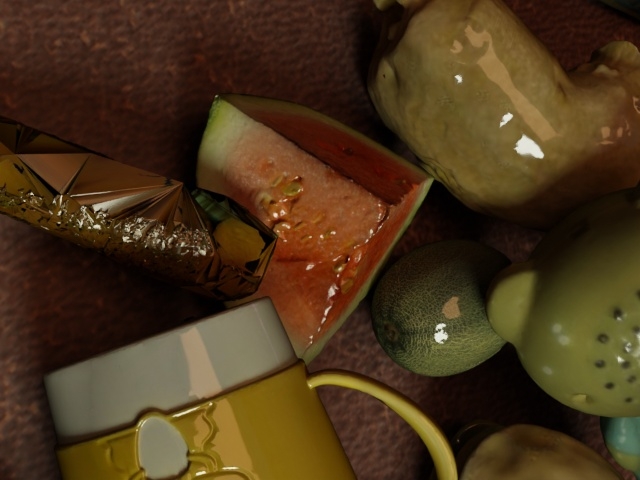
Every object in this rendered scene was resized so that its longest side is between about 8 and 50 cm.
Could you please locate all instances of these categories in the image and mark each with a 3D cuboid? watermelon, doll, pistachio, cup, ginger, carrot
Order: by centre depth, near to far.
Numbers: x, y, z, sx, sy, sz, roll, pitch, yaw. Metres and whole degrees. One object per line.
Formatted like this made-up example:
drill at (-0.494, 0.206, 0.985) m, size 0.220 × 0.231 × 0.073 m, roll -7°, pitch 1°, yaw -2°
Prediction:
cup at (-0.037, 0.150, 0.705) m, size 0.241 × 0.185 × 0.226 m, roll -20°, pitch 88°, yaw 4°
carrot at (-0.138, -0.025, 0.720) m, size 0.228 × 0.069 × 0.069 m, roll 22°, pitch 72°, yaw -15°
watermelon at (-0.011, -0.001, 0.815) m, size 0.193 × 0.137 × 0.145 m, roll 17°, pitch 110°, yaw -31°
doll at (0.247, 0.077, 0.835) m, size 0.261 × 0.177 × 0.161 m, roll 50°, pitch 16°, yaw -23°
pistachio at (0.174, 0.271, 0.860) m, size 0.181 × 0.162 × 0.293 m, roll -19°, pitch 93°, yaw -19°
ginger at (0.136, -0.098, 0.877) m, size 0.267 × 0.138 × 0.152 m, roll 25°, pitch 80°, yaw -11°

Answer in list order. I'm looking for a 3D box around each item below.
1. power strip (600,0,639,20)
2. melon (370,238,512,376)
power strip at (0.186, -0.266, 0.976) m, size 0.387 × 0.092 × 0.066 m, roll 17°, pitch 72°, yaw -31°
melon at (0.096, 0.048, 0.873) m, size 0.130 × 0.098 × 0.098 m, roll -16°, pitch 93°, yaw -37°
